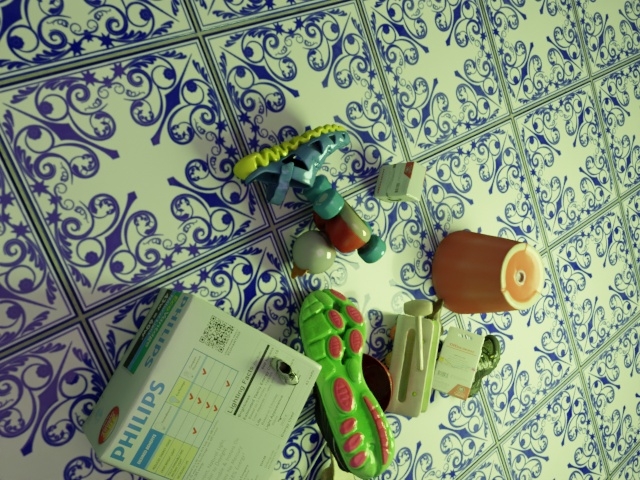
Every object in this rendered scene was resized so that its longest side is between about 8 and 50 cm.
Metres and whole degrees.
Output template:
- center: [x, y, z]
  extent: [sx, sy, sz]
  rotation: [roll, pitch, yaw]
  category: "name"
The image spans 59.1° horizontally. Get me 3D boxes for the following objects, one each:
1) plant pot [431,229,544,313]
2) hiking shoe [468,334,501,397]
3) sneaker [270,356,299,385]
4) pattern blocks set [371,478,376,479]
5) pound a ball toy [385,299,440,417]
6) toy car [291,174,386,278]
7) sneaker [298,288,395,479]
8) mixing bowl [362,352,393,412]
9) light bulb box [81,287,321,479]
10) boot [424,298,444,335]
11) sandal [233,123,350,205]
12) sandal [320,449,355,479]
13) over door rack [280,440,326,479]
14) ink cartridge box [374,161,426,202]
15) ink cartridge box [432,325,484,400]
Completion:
- center: [0.516, 0.102, 1.713]
  extent: [0.275, 0.243, 0.275]
  rotation: [0, 91, -32]
  category: "plant pot"
- center: [0.489, 0.382, 1.788]
  extent: [0.114, 0.086, 0.227]
  rotation: [45, 69, -28]
  category: "hiking shoe"
- center: [-0.071, 0.283, 1.202]
  extent: [0.083, 0.037, 0.032]
  rotation: [48, 63, -24]
  category: "sneaker"
- center: [0.067, 0.766, 1.442]
  extent: [0.285, 0.026, 0.324]
  rotation: [18, 91, -44]
  category: "pattern blocks set"
- center: [0.241, 0.323, 1.584]
  extent: [0.208, 0.136, 0.319]
  rotation: [23, 76, -67]
  category: "pound a ball toy"
- center: [0.000, 0.000, 1.452]
  extent: [0.238, 0.210, 0.219]
  rotation: [-42, 118, 5]
  category: "toy car"
- center: [0.033, 0.349, 1.413]
  extent: [0.185, 0.202, 0.482]
  rotation: [0, 61, -23]
  category: "sneaker"
- center: [0.127, 0.390, 1.530]
  extent: [0.098, 0.181, 0.181]
  rotation: [8, 85, -60]
  category: "mixing bowl"
- center: [-0.253, 0.342, 1.239]
  extent: [0.361, 0.225, 0.358]
  rotation: [35, 72, -27]
  category: "light bulb box"
- center: [0.357, 0.249, 1.736]
  extent: [0.118, 0.042, 0.087]
  rotation: [-47, 119, -22]
  category: "boot"
- center: [-0.055, -0.188, 1.415]
  extent: [0.317, 0.126, 0.138]
  rotation: [-28, 90, -20]
  category: "sandal"
- center: [0.038, 0.626, 1.516]
  extent: [0.088, 0.079, 0.240]
  rotation: [13, 65, -36]
  category: "sandal"
- center: [-0.094, 0.547, 1.411]
  extent: [0.239, 0.108, 0.324]
  rotation: [34, 73, -28]
  category: "over door rack"
- center: [0.224, -0.162, 1.591]
  extent: [0.056, 0.135, 0.099]
  rotation: [20, 80, -34]
  category: "ink cartridge box"
- center: [0.418, 0.373, 1.720]
  extent: [0.067, 0.115, 0.198]
  rotation: [52, 57, -68]
  category: "ink cartridge box"
